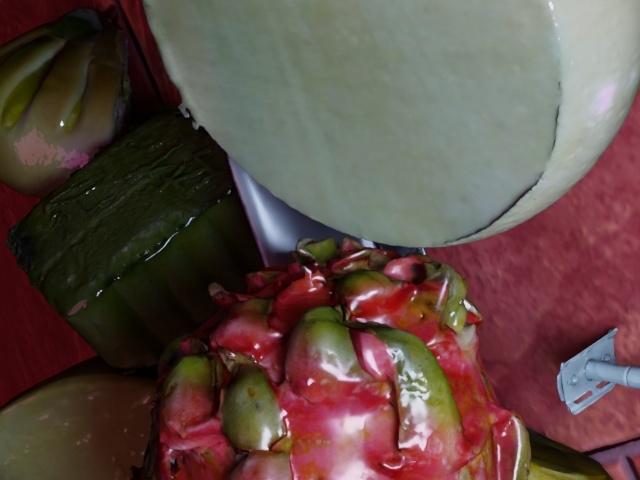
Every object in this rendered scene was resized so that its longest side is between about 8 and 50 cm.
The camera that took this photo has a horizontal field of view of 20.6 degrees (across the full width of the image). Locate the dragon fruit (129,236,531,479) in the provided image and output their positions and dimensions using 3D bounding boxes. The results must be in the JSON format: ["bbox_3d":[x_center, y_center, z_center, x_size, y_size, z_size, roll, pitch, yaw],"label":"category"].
[{"bbox_3d":[0.003,0.146,1.145,0.231,0.237,0.302,0,65,54],"label":"dragon fruit"}]

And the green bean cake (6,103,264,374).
[{"bbox_3d":[-0.147,-0.006,1.524,0.113,0.214,0.200,56,172,-35],"label":"green bean cake"}]

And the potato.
[{"bbox_3d":[-0.122,0.193,1.640,0.330,0.213,0.280,50,-166,-13],"label":"potato"}]

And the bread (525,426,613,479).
[{"bbox_3d":[0.137,0.181,1.288,0.233,0.161,0.088,22,100,55],"label":"bread"}]

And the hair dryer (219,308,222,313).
[{"bbox_3d":[-0.025,0.143,1.589,0.219,0.088,0.225,68,162,-5],"label":"hair dryer"}]

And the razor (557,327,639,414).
[{"bbox_3d":[0.232,0.096,1.179,0.135,0.068,0.040,8,117,43],"label":"razor"}]

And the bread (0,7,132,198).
[{"bbox_3d":[-0.258,-0.127,1.696,0.261,0.156,0.158,28,132,46],"label":"bread"}]

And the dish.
[{"bbox_3d":[0.031,0.019,1.369,0.080,0.182,0.243,-18,92,23],"label":"dish"}]

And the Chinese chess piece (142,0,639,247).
[{"bbox_3d":[0.047,-0.165,1.142,0.349,0.146,0.349,23,134,26],"label":"Chinese chess piece"}]
